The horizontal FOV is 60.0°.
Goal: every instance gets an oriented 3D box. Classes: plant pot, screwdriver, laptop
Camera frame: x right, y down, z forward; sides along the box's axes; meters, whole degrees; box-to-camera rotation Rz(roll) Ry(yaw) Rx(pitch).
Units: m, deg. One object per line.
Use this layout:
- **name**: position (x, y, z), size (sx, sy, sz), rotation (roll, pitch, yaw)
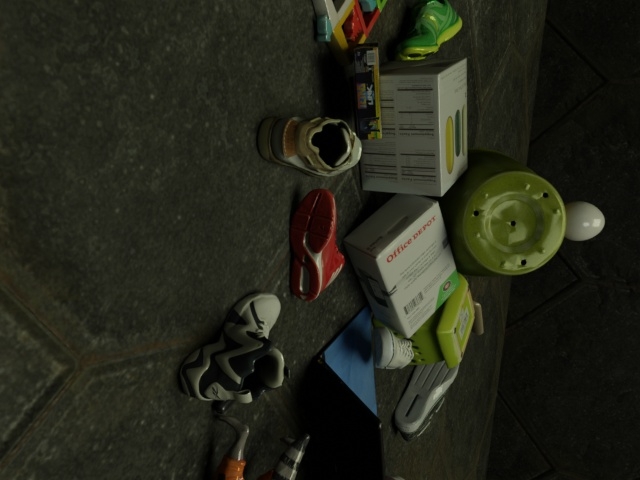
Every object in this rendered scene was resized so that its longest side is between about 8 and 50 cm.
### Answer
- **plant pot**: position (0.297, 0.209, 1.520), size (0.228, 0.207, 0.227), rotation (-62, 144, -32)
- **plant pot**: position (0.433, -0.060, 1.399), size (0.353, 0.367, 0.366), rotation (-84, 178, -84)
- **screwdriver**: position (-0.135, 0.243, 0.980), size (0.170, 0.025, 0.024), rotation (-50, 138, -55)
- **laptop**: position (0.127, 0.415, 1.261), size (0.236, 0.408, 0.381), rotation (-16, 113, -22)

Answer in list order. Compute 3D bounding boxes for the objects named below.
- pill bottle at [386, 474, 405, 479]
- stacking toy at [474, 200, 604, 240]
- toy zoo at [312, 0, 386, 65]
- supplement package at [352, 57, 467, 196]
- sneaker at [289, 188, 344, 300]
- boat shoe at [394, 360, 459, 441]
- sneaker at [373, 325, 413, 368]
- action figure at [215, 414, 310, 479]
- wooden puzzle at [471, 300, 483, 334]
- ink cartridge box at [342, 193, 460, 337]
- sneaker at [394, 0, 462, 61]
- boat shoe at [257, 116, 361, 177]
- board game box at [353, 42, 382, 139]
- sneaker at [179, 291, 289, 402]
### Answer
- **pill bottle**: position (0.165, 0.708, 1.499), size (0.221, 0.121, 0.121), rotation (22, 78, -59)
- **stacking toy**: position (0.594, -0.079, 1.682), size (0.351, 0.480, 0.350), rotation (-22, 116, -57)
- **toy zoo**: position (0.057, -0.491, 1.109), size (0.293, 0.030, 0.192), rotation (-64, 146, -27)
- **supplement package**: position (0.213, -0.263, 1.263), size (0.199, 0.198, 0.262), rotation (-41, 131, -50)
- **sneaker**: position (0.000, 0.000, 1.101), size (0.128, 0.087, 0.221), rotation (-25, 131, -65)
- **boat shoe**: position (0.333, 0.487, 1.763), size (0.335, 0.121, 0.119), rotation (-42, 141, -34)
- **sneaker**: position (0.175, 0.256, 1.320), size (0.258, 0.091, 0.094), rotation (73, 13, -74)
- **action figure**: position (-0.139, 0.454, 0.868), size (0.341, 0.179, 0.330), rotation (54, 41, -54)
- **wooden puzzle**: position (0.410, 0.164, 1.707), size (0.044, 0.238, 0.221), rotation (-31, 143, -3)
- **ink cartridge box**: position (0.202, 0.055, 1.323), size (0.211, 0.122, 0.289), rotation (-40, 131, -19)
- **sneaker**: position (0.253, -0.528, 1.391), size (0.123, 0.109, 0.295), rotation (56, 48, -17)
- **boat shoe**: position (0.013, -0.171, 1.037), size (0.302, 0.103, 0.113), rotation (-12, 108, -59)
- **board game box**: position (0.095, -0.297, 1.093), size (0.141, 0.048, 0.170), rotation (-78, 164, -67)
- **sneaker**: position (-0.094, 0.174, 0.889), size (0.235, 0.153, 0.094), rotation (-39, 130, -50)
